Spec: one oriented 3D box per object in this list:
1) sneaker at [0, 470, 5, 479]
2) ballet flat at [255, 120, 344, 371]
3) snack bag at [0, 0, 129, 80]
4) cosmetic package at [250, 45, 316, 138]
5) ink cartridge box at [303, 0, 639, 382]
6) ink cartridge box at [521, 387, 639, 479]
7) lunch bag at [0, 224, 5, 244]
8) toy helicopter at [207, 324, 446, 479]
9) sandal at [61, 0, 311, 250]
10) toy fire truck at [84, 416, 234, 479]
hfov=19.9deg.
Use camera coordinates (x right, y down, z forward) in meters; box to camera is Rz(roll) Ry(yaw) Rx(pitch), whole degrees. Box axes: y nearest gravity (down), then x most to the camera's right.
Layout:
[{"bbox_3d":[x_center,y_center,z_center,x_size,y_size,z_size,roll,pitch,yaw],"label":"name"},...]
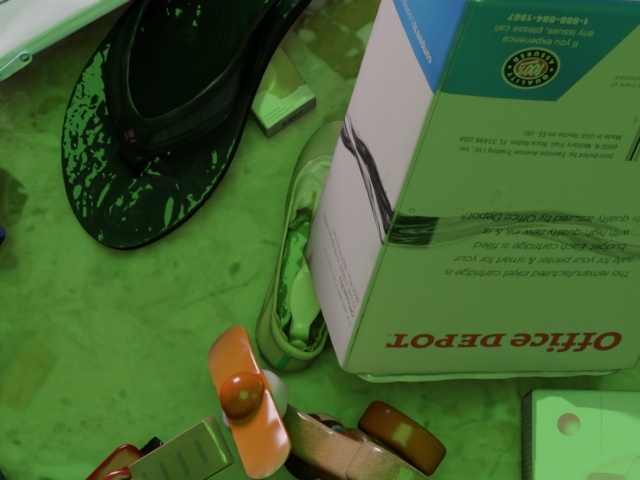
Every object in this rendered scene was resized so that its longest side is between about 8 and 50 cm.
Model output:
[{"bbox_3d":[-0.398,0.307,1.624,0.296,0.112,0.131,-30,98,-5],"label":"sneaker"},{"bbox_3d":[0.000,0.000,1.687,0.086,0.086,0.248,12,79,2],"label":"ballet flat"},{"bbox_3d":[-0.239,-0.335,1.701,0.323,0.037,0.342,-29,63,5],"label":"snack bag"},{"bbox_3d":[-0.060,-0.162,1.738,0.060,0.041,0.115,-36,81,-7],"label":"cosmetic package"},{"bbox_3d":[0.175,-0.077,1.510,0.285,0.395,0.166,1,42,-20],"label":"ink cartridge box"},{"bbox_3d":[0.346,0.301,1.640,0.324,0.071,0.330,1,77,-1],"label":"ink cartridge box"},{"bbox_3d":[-0.510,-0.089,1.629,0.385,0.239,0.328,-17,79,-20],"label":"lunch bag"},{"bbox_3d":[0.013,0.175,1.513,0.235,0.355,0.140,38,81,-11],"label":"toy helicopter"},{"bbox_3d":[-0.111,-0.196,1.668,0.167,0.107,0.446,33,97,12],"label":"sandal"},{"bbox_3d":[-0.106,0.253,1.551,0.158,0.246,0.217,-44,82,-8],"label":"toy fire truck"}]
